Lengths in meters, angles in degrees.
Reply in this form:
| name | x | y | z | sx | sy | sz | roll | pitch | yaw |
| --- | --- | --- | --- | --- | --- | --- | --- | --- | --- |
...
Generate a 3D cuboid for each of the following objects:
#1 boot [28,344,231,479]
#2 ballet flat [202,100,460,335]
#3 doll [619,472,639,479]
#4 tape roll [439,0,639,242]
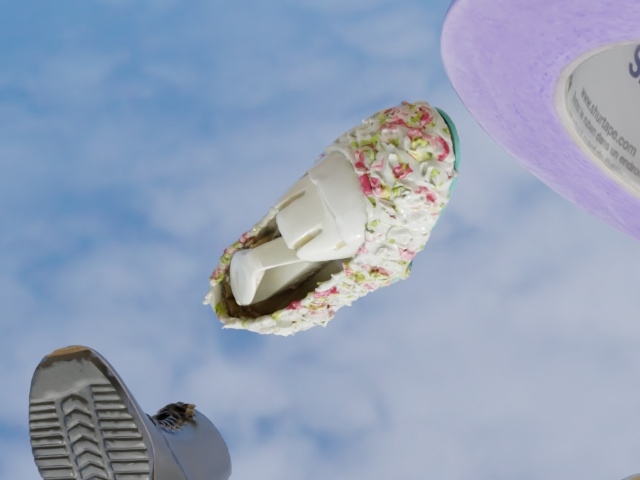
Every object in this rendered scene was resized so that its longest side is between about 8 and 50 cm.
| name | x | y | z | sx | sy | sz | roll | pitch | yaw |
| --- | --- | --- | --- | --- | --- | --- | --- | --- | --- |
| boot | -0.117 | 0.122 | 1.194 | 0.077 | 0.198 | 0.137 | -6 | -148 | 18 |
| ballet flat | 0.000 | 0.000 | 1.077 | 0.077 | 0.241 | 0.091 | -13 | -110 | -30 |
| doll | 0.223 | 0.090 | 0.926 | 0.189 | 0.046 | 0.129 | -33 | -138 | -4 |
| tape roll | 0.129 | -0.047 | 0.441 | 0.189 | 0.189 | 0.080 | 16 | -106 | 31 |
